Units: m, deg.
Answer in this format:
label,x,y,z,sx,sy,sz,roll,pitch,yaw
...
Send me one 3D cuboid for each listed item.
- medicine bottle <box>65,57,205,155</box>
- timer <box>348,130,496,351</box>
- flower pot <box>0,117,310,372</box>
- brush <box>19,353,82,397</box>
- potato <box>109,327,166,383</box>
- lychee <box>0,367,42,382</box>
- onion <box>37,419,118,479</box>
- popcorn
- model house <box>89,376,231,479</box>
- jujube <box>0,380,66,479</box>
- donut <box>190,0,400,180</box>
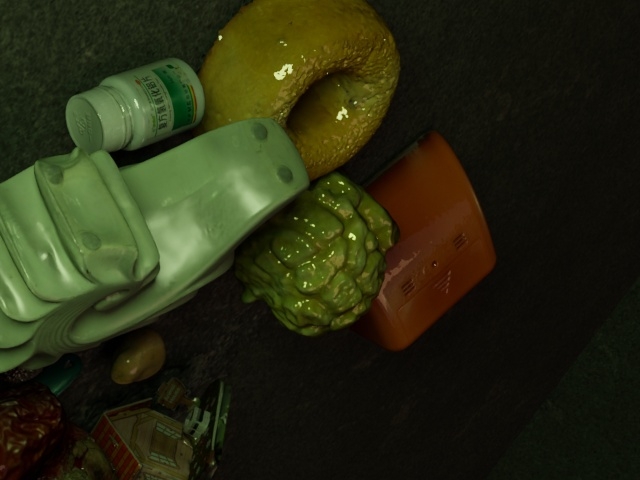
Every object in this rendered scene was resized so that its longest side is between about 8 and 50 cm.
label,x,y,z,sx,sy,sz,roll,pitch,yaw
medicine bottle,-0.190,-0.135,1.453,0.130,0.080,0.080,-25,145,-40
timer,0.115,-0.002,2.072,0.257,0.161,0.250,-40,137,-16
flower pot,-0.201,0.000,1.454,0.367,0.164,0.254,-19,164,-44
brush,-0.361,0.205,1.691,0.193,0.043,0.032,-42,171,-18
potato,-0.231,0.148,1.786,0.083,0.062,0.068,-60,143,-56
lychee,-0.339,0.126,1.593,0.067,0.068,0.083,-14,169,25
onion,-0.325,0.308,1.716,0.184,0.184,0.147,-37,-166,-23
popcorn,0.000,0.000,1.801,0.251,0.206,0.237,-43,141,-38
model house,-0.257,0.302,1.904,0.294,0.154,0.207,-55,-163,29
jujube,-0.384,0.243,1.576,0.236,0.168,0.168,-33,150,-35
donut,-0.018,-0.172,1.633,0.277,0.108,0.277,-36,151,-24
